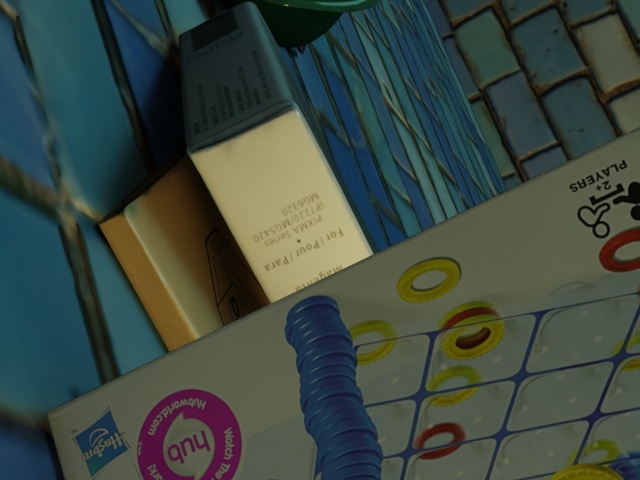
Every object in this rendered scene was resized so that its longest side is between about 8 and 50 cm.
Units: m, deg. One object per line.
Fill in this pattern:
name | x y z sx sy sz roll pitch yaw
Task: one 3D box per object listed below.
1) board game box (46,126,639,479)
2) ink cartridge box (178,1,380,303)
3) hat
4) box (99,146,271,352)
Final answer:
board game box | 0.097 0.136 0.403 0.086 0.308 0.302 35 31 -64
ink cartridge box | 0.000 0.000 0.747 0.239 0.060 0.275 63 3 -21
hat | -0.044 -0.172 1.059 0.208 0.183 0.173 -6 50 -31
box | -0.037 0.054 0.670 0.201 0.021 0.164 63 13 -11
